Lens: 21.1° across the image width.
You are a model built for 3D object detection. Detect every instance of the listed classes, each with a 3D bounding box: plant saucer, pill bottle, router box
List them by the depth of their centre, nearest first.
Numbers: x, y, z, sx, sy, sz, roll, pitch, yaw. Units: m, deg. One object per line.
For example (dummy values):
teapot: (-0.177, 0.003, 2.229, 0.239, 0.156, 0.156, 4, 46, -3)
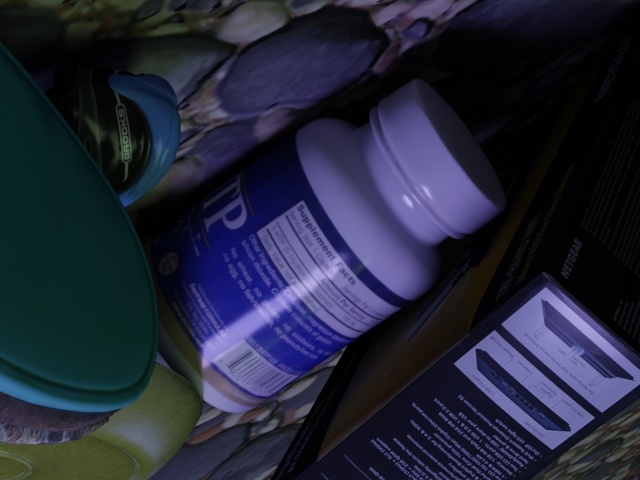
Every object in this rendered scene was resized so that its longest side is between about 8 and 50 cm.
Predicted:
plant saucer: (-0.182, 0.102, 0.892, 0.241, 0.037, 0.241, -1, 156, -1)
pill bottle: (0.000, 0.000, 0.917, 0.187, 0.112, 0.112, -35, 158, 16)
router box: (0.107, 0.028, 0.952, 0.243, 0.081, 0.309, -45, -173, 36)

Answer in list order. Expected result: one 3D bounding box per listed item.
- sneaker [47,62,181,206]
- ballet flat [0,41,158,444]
sneaker: (-0.141, -0.021, 0.782, 0.078, 0.067, 0.188, 19, 134, -35)
ballet flat: (-0.209, -0.048, 0.533, 0.182, 0.164, 0.483, -10, 156, 11)
